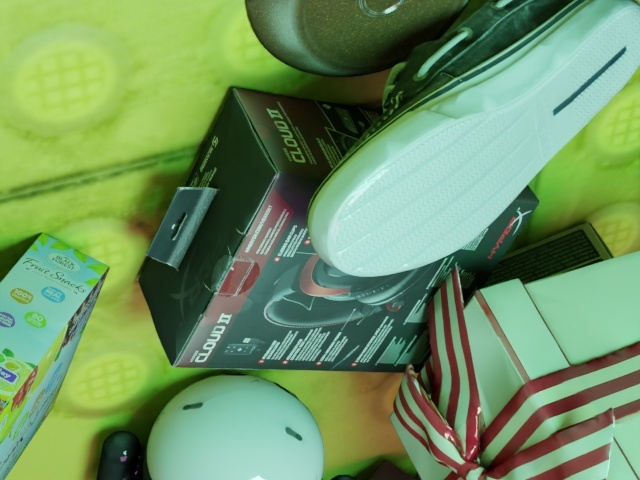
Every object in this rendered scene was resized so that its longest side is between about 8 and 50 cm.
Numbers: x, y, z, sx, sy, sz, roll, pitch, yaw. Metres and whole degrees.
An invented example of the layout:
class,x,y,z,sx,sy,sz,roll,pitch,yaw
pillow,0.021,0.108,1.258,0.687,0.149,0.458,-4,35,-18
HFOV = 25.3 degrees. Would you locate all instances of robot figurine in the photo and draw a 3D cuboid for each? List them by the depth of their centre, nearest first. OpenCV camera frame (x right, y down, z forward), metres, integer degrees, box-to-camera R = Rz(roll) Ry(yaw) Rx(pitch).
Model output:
class,x,y,z,sx,sy,sz,roll,pitch,yaw
robot figurine,-0.090,0.251,1.372,0.209,0.173,0.278,-18,141,-28

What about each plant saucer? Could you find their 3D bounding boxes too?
class,x,y,z,sx,sy,sz,roll,pitch,yaw
plant saucer,0.043,-0.194,1.073,0.199,0.036,0.198,-15,139,-14

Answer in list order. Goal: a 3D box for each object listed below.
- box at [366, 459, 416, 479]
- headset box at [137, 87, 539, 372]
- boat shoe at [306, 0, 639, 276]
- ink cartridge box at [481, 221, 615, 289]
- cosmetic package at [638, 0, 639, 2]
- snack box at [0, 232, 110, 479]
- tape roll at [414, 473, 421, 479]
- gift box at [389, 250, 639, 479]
class,x,y,z,sx,sy,sz,roll,pitch,yaw
box,0.067,0.387,1.536,0.203,0.168,0.167,-42,157,-42
headset box,0.000,0.000,1.196,0.293,0.110,0.218,4,131,-33
boat shoe,0.104,-0.092,1.089,0.335,0.119,0.121,-35,136,-25
ink cartridge box,0.209,0.114,1.455,0.193,0.088,0.234,-21,139,-6
cosmetic package,0.259,-0.225,1.052,0.238,0.127,0.107,34,113,-29
snack box,-0.254,0.120,1.115,0.070,0.207,0.174,28,124,1
tape roll,0.281,0.302,1.711,0.392,0.072,0.392,-16,140,-14
gift box,0.219,0.150,1.218,0.258,0.255,0.276,-15,147,-27
